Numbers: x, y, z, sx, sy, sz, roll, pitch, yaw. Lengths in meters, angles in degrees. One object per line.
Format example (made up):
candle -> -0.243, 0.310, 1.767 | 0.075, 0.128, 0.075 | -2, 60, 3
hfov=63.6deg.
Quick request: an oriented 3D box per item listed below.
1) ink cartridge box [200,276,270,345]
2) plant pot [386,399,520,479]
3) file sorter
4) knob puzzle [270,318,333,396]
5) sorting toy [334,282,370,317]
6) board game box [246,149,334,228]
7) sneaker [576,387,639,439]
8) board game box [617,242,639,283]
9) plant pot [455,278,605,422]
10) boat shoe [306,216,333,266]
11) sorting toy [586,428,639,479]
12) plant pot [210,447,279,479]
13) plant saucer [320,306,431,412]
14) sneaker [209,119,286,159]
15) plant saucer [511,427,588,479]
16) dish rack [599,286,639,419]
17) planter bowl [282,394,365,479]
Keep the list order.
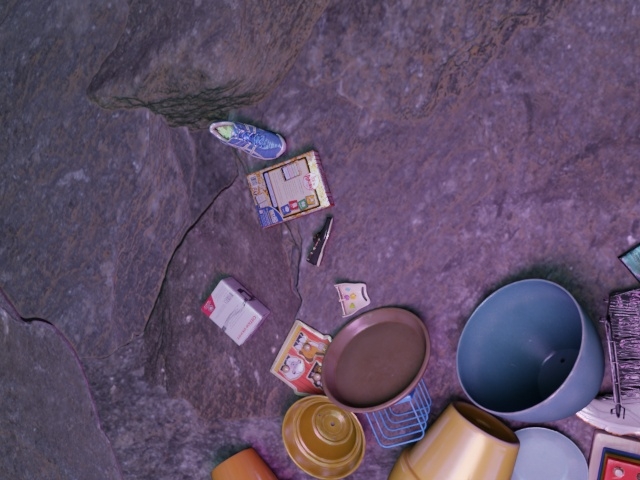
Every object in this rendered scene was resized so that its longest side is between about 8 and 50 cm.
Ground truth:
ink cartridge box -> -0.226, 0.188, 1.383 | 0.150, 0.063, 0.109 | 41, 106, 11
plant pot -> 0.310, 0.500, 1.139 | 0.254, 0.254, 0.238 | 27, 95, 15
file sorter -> 0.187, 0.388, 1.206 | 0.118, 0.170, 0.104 | -24, 90, 20
knob puzzle -> -0.022, 0.328, 1.345 | 0.214, 0.030, 0.212 | 2, 96, 18
sorting toy -> 0.083, 0.140, 1.287 | 0.075, 0.045, 0.083 | -15, 90, 12
board game box -> -0.078, -0.127, 1.312 | 0.194, 0.045, 0.146 | -17, 89, 19
sneaker -> 0.652, 0.350, 1.092 | 0.263, 0.099, 0.120 | 18, 93, 9
board game box -> 0.733, 0.072, 1.064 | 0.126, 0.026, 0.186 | -39, 82, 18
plant pot -> 0.459, 0.252, 1.070 | 0.196, 0.290, 0.290 | 33, 108, -24
boat shoe -> 0.000, 0.000, 1.296 | 0.042, 0.049, 0.132 | 22, 106, 8
sorting toy -> 0.702, 0.566, 1.088 | 0.256, 0.089, 0.256 | 9, 98, 18
plant pot -> -0.192, 0.664, 1.358 | 0.205, 0.205, 0.187 | -41, 67, 18
plant saucer -> 0.128, 0.276, 1.194 | 0.278, 0.277, 0.041 | -23, 125, 19
sneaker -> -0.189, -0.257, 1.319 | 0.211, 0.081, 0.080 | 15, 98, 16
plant saucer -> 0.501, 0.514, 1.179 | 0.195, 0.037, 0.194 | 2, 95, 19
dish rack -> 0.597, 0.214, 1.003 | 0.074, 0.272, 0.208 | -8, 92, 33
planter bowl -> 0.019, 0.482, 1.313 | 0.218, 0.090, 0.216 | 2, 97, 19
